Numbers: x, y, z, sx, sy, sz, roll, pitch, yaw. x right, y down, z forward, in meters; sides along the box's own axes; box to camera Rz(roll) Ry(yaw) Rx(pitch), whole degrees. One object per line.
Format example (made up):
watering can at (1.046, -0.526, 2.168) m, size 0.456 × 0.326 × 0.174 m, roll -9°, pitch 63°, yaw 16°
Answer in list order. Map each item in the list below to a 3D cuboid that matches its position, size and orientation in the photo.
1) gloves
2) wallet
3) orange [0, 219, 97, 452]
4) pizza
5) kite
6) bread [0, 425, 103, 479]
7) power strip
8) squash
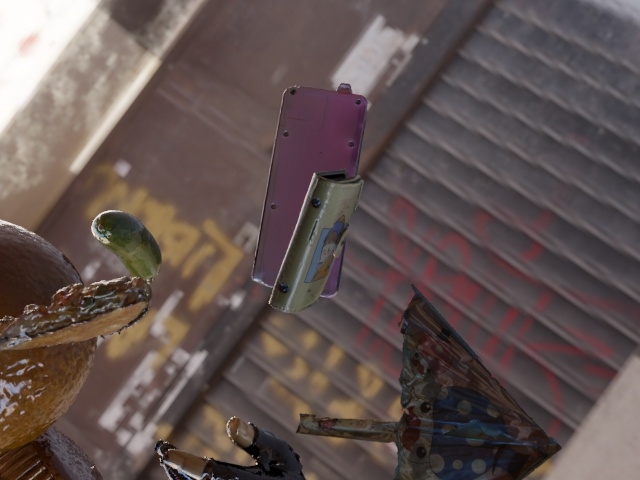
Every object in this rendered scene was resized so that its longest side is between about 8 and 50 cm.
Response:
gloves at (-0.101, 0.265, 1.470) m, size 0.181 × 0.129 × 0.106 m, roll 23°, pitch -141°, yaw -47°
wallet at (0.000, 0.000, 1.498) m, size 0.039 × 0.155 × 0.110 m, roll 25°, pitch -165°, yaw 17°
orange at (-0.467, 0.120, 1.833) m, size 0.322 × 0.322 × 0.357 m, roll 38°, pitch -175°, yaw -27°
pizza at (-0.290, 0.086, 1.557) m, size 0.185 × 0.195 × 0.052 m, roll -47°, pitch 60°, yaw 61°
kite at (0.146, 0.265, 1.869) m, size 0.369 × 0.405 × 0.014 m, roll 4°, pitch 176°, yaw 14°
bread at (-0.383, 0.344, 1.951) m, size 0.199 × 0.104 × 0.199 m, roll 50°, pitch 179°, yaw 1°
power strip at (-0.012, -0.061, 1.706) m, size 0.109 × 0.278 × 0.037 m, roll 9°, pitch 179°, yaw 8°
squash at (-0.295, 0.005, 2.115) m, size 0.069 × 0.069 × 0.258 m, roll 36°, pitch 171°, yaw 18°
